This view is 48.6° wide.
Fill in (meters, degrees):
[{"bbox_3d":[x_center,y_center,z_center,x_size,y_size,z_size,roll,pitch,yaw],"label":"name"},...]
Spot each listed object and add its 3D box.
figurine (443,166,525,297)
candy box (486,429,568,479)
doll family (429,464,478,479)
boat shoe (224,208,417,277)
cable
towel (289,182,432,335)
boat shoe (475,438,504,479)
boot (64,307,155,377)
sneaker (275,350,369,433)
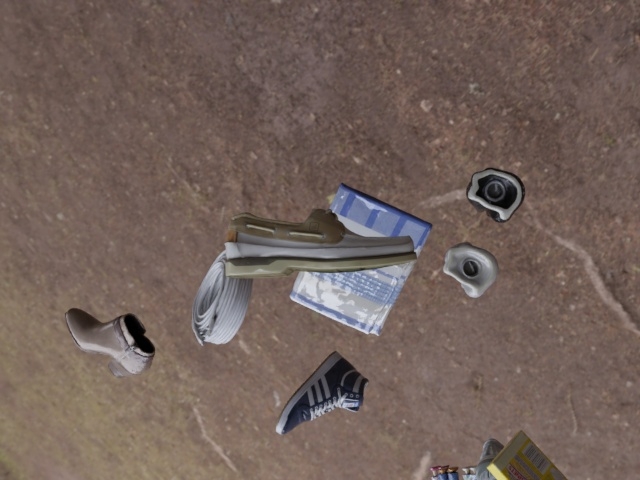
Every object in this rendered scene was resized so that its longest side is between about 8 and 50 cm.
[{"bbox_3d":[0.277,-0.019,1.254,0.092,0.209,0.215,18,96,5],"label":"figurine"},{"bbox_3d":[0.380,0.427,1.182,0.206,0.105,0.027,48,139,14],"label":"candy box"},{"bbox_3d":[0.381,0.688,1.888,0.263,0.118,0.163,-21,76,39],"label":"doll family"},{"bbox_3d":[0.000,0.000,1.112,0.302,0.103,0.113,-2,172,-3],"label":"boat shoe"},{"bbox_3d":[-0.264,0.153,1.925,0.089,0.257,0.257,24,179,-22],"label":"cable"},{"bbox_3d":[0.078,0.045,1.436,0.209,0.034,0.285,23,113,-2],"label":"towel"},{"bbox_3d":[0.464,0.610,1.646,0.118,0.103,0.320,-28,103,28],"label":"boat shoe"},{"bbox_3d":[-0.241,0.108,0.825,0.118,0.042,0.087,47,130,-1],"label":"boot"},{"bbox_3d":[0.015,0.440,1.908,0.153,0.282,0.099,35,150,18],"label":"sneaker"}]
